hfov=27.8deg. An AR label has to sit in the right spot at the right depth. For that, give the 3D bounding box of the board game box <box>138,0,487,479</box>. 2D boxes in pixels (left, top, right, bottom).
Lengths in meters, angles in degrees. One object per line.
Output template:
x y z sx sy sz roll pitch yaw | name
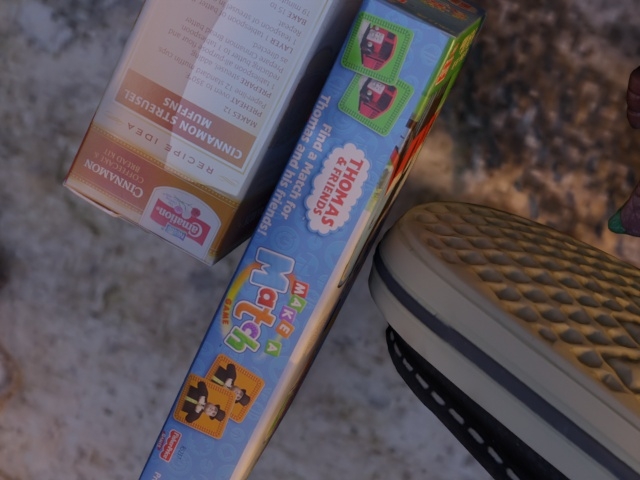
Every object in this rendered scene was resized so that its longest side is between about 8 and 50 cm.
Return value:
0.000 0.000 0.524 0.039 0.160 0.211 28 107 4 | board game box

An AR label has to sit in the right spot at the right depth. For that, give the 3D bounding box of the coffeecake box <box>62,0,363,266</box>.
-0.012 -0.097 0.513 0.068 0.142 0.185 29 106 5 | coffeecake box

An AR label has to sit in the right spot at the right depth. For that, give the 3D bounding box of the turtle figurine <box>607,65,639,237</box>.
0.143 -0.125 0.494 0.175 0.118 0.234 -13 105 15 | turtle figurine

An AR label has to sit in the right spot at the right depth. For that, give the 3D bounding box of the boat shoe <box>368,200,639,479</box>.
0.195 0.180 0.502 0.500 0.187 0.156 43 114 6 | boat shoe
